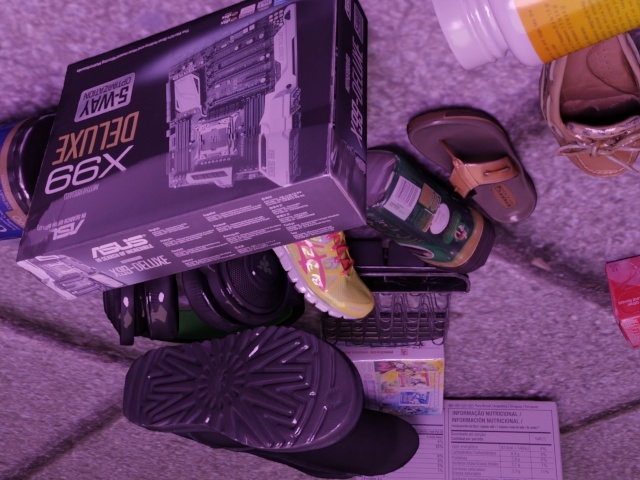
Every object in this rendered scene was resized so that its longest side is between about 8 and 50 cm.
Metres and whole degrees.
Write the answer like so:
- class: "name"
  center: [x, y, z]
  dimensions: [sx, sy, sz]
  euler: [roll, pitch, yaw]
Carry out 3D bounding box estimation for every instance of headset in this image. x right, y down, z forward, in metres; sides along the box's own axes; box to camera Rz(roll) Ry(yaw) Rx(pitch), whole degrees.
- class: "headset"
  center: [-0.164, 0.029, 1.091]
  dimensions: [0.243, 0.185, 0.394]
  euler: [-11, 158, 11]

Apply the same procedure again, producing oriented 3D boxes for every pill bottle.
- class: "pill bottle"
  center: [0.194, -0.204, 0.641]
  dimensions: [0.215, 0.117, 0.117]
  euler: [-19, 140, 24]
- class: "pill bottle"
  center: [-0.340, -0.061, 0.932]
  dimensions: [0.219, 0.123, 0.123]
  euler: [-6, 146, 34]

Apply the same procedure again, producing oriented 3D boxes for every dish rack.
- class: "dish rack"
  center: [0.087, 0.092, 1.181]
  dimensions: [0.208, 0.074, 0.272]
  euler: [1, 145, 4]

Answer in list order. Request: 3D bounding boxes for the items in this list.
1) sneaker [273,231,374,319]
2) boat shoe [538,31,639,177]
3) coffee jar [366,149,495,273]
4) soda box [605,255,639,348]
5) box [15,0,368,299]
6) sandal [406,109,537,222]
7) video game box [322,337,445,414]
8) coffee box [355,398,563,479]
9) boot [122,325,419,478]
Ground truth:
- class: "sneaker"
  center: [0.000, 0.000, 0.997]
  dimensions: [0.094, 0.081, 0.208]
  euler: [-38, 96, 25]
- class: "boat shoe"
  center: [0.257, -0.140, 0.825]
  dimensions: [0.104, 0.089, 0.285]
  euler: [-12, 142, 20]
- class: "coffee jar"
  center: [0.112, -0.029, 0.990]
  dimensions: [0.184, 0.079, 0.096]
  euler: [31, 169, -34]
- class: "soda box"
  center: [0.500, 0.052, 1.082]
  dimensions: [0.263, 0.092, 0.083]
  euler: [-17, 141, 24]
- class: "box"
  center: [-0.109, -0.094, 0.784]
  dimensions: [0.307, 0.243, 0.076]
  euler: [-13, 142, 23]
- class: "sandal"
  center: [0.174, -0.070, 0.956]
  dimensions: [0.090, 0.060, 0.219]
  euler: [-19, 140, 27]
- class: "video game box"
  center: [0.103, 0.219, 1.383]
  dimensions: [0.187, 0.048, 0.205]
  euler: [1, 145, 7]
- class: "coffee box"
  center: [0.239, 0.489, 1.510]
  dimensions: [0.338, 0.335, 0.338]
  euler: [-1, 146, 8]
- class: "boot"
  center: [0.008, 0.258, 1.207]
  dimensions: [0.367, 0.146, 0.445]
  euler: [-1, 155, 38]
